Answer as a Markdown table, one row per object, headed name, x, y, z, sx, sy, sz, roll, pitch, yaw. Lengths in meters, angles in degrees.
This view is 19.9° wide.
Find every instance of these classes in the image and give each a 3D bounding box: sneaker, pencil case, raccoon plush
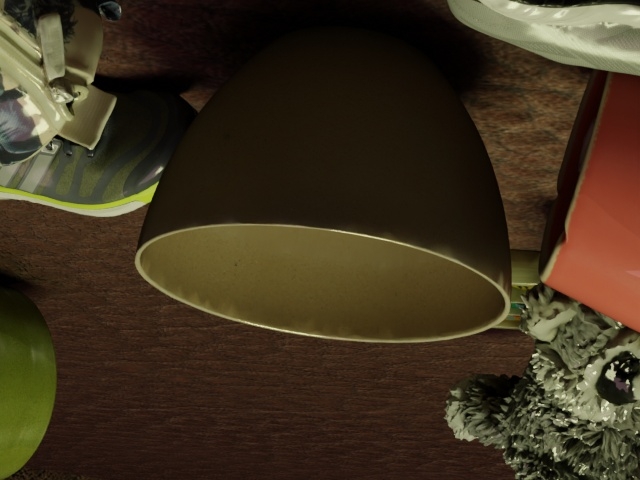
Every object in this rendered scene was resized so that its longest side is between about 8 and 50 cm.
| name | x | y | z | sx | sy | sz | roll | pitch | yaw |
| --- | --- | --- | --- | --- | --- | --- | --- | --- | --- |
| sneaker | 0.208 | -0.152 | 1.178 | 0.271 | 0.100 | 0.108 | 16 | 163 | -5 |
| pencil case | -0.296 | -0.189 | 1.155 | 0.183 | 0.160 | 0.410 | 16 | 169 | 33 |
| raccoon plush | 0.212 | 0.124 | 1.803 | 0.446 | 0.216 | 0.299 | 0 | 126 | 47 |
| sneaker | -0.245 | -0.090 | 1.536 | 0.299 | 0.111 | 0.121 | -2 | 156 | 22 |

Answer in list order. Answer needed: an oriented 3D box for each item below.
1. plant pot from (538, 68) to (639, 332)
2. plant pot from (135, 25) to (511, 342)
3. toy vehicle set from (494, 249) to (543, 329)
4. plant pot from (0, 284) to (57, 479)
| name | x | y | z | sx | sy | sz | roll | pitch | yaw |
| --- | --- | --- | --- | --- | --- | --- | --- | --- | --- |
| plant pot | 0.296 | -0.030 | 1.287 | 0.243 | 0.275 | 0.275 | 17 | 162 | 2 |
| plant pot | 0.012 | -0.052 | 1.402 | 0.284 | 0.191 | 0.284 | 6 | 161 | 2 |
| toy vehicle set | 0.105 | 0.047 | 1.911 | 0.266 | 0.035 | 0.166 | 3 | 161 | 13 |
| plant pot | -0.500 | 0.149 | 2.055 | 0.366 | 0.367 | 0.353 | -8 | 168 | 40 |
